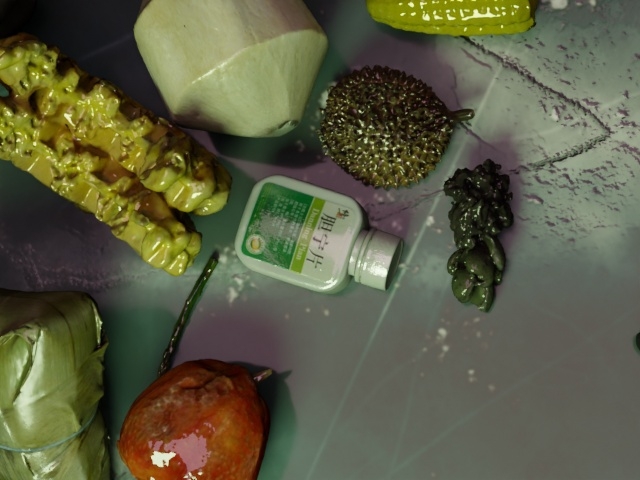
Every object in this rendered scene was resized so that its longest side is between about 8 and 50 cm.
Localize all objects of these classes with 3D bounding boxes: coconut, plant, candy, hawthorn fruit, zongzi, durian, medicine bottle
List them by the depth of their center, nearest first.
[{"bbox_3d":[0.179,-0.006,1.558,0.085,0.087,0.174,3,89,-14],"label":"plant"},{"bbox_3d":[-0.140,0.224,1.558,0.173,0.173,0.179,10,60,11],"label":"hawthorn fruit"},{"bbox_3d":[-0.096,-0.213,1.565,0.202,0.202,0.222,-30,74,6],"label":"coconut"},{"bbox_3d":[0.083,-0.138,1.579,0.188,0.091,0.148,-4,84,8],"label":"durian"},{"bbox_3d":[0.147,-0.284,1.584,0.199,0.094,0.106,-3,89,16],"label":"candy"},{"bbox_3d":[0.000,0.000,1.592,0.183,0.069,0.119,18,85,11],"label":"medicine bottle"},{"bbox_3d":[-0.371,0.219,1.610,0.323,0.160,0.360,8,118,38],"label":"zongzi"}]

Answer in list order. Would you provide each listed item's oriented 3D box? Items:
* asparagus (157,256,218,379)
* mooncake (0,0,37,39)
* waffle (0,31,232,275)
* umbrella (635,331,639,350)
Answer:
[{"bbox_3d":[-0.162,0.094,1.638,0.016,0.016,0.163,25,88,-7],"label":"asparagus"},{"bbox_3d":[-0.460,-0.221,1.594,0.154,0.306,0.306,30,90,3],"label":"mooncake"},{"bbox_3d":[-0.250,-0.101,1.543,0.324,0.261,0.151,36,90,0],"label":"waffle"},{"bbox_3d":[0.475,0.218,1.467,0.357,0.113,0.106,43,96,18],"label":"umbrella"}]
